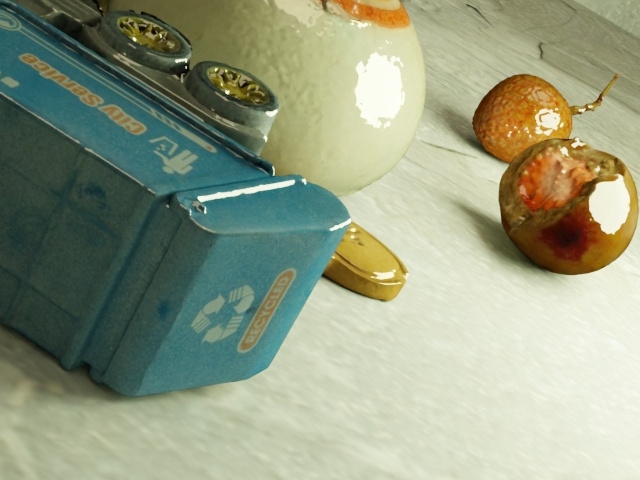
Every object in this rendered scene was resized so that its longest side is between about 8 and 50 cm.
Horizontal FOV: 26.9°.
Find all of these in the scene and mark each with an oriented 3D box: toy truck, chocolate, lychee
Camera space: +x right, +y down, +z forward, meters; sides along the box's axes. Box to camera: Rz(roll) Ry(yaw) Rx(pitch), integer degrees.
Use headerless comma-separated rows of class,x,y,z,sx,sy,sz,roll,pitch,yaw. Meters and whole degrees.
toy truck,-0.164,-0.063,0.756,0.367,0.146,0.175,32,25,7
chocolate,0.221,-0.025,1.198,0.127,0.124,0.133,36,37,-2
lychee,0.236,-0.131,1.467,0.140,0.101,0.114,9,-15,-16

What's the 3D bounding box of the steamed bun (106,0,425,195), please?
steamed bun,-0.032,-0.173,1.121,0.283,0.177,0.283,27,24,-13

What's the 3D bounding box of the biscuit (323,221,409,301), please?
biscuit,0.001,-0.001,0.992,0.140,0.023,0.118,32,20,7

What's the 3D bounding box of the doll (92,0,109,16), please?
doll,-0.232,-0.235,1.170,0.203,0.091,0.286,33,30,-12
